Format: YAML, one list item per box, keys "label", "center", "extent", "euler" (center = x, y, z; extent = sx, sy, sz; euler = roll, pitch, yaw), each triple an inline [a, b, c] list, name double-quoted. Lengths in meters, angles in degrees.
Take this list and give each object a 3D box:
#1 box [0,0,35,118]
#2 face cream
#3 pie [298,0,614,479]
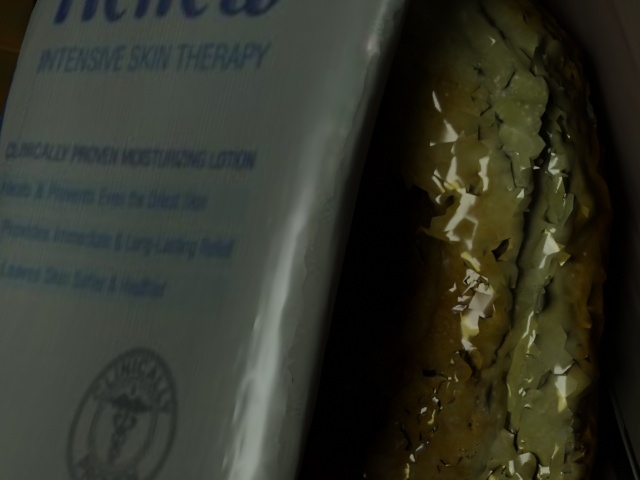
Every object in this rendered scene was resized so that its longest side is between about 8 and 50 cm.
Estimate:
- label: "box"
  center: [-0.214, -0.205, 0.880]
  extent: [0.076, 0.174, 0.274]
  euler: [14, 95, 40]
- label: "face cream"
  center: [-0.071, 0.027, 0.696]
  extent: [0.234, 0.137, 0.420]
  euler: [4, 75, 47]
- label: "pie"
  center: [0.001, 0.000, 0.746]
  extent: [0.308, 0.085, 0.308]
  euler: [-4, 83, 40]
